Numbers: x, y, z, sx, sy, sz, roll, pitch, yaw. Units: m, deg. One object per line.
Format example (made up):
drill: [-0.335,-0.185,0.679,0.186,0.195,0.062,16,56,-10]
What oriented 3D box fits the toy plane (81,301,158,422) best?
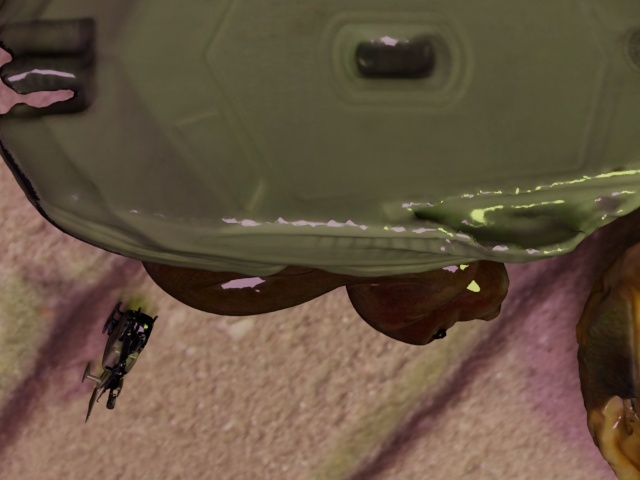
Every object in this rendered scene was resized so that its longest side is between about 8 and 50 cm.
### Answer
toy plane: [-0.145,0.084,1.299,0.031,0.049,0.120,21,138,-14]

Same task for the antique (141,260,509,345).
antique: [0.000,0.000,1.203,0.257,0.121,0.143,8,139,-8]

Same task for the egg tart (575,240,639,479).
egg tart: [0.391,0.122,1.214,0.443,0.178,0.443,4,135,4]

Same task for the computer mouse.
computer mouse: [0.017,-0.084,1.088,0.429,0.228,0.145,1,164,-10]
